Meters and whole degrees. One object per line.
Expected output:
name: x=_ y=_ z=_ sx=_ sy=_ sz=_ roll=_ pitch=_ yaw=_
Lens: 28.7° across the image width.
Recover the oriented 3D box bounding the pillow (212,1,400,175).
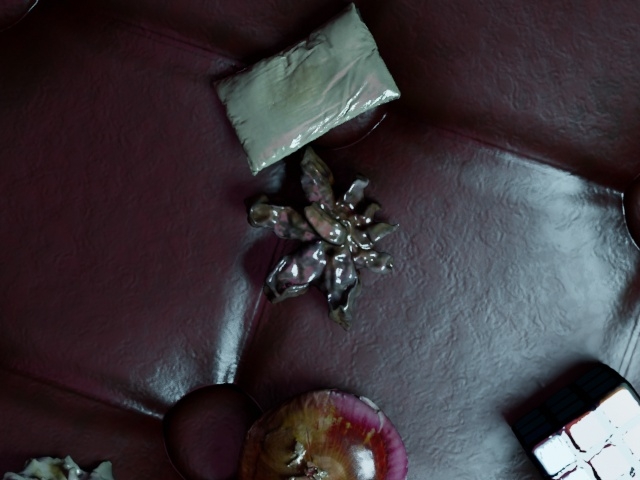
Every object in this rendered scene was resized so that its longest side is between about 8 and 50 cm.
pillow: x=-0.021 y=-0.203 z=1.674 sx=0.229 sy=0.050 sz=0.148 roll=-29 pitch=72 yaw=7

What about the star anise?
star anise: x=-0.005 y=-0.005 z=1.671 sx=0.220 sy=0.099 sz=0.214 roll=36 pitch=85 yaw=0

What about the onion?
onion: x=0.006 y=0.310 z=1.658 sx=0.230 sy=0.163 sz=0.230 roll=0 pitch=92 yaw=-6

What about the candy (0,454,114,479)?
candy: x=-0.368 y=0.401 z=1.674 sx=0.137 sy=0.185 sz=0.195 roll=16 pitch=98 yaw=6

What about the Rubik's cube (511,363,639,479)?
Rubik's cube: x=0.366 y=0.277 z=1.641 sx=0.160 sy=0.162 sz=0.163 roll=-36 pitch=93 yaw=3
